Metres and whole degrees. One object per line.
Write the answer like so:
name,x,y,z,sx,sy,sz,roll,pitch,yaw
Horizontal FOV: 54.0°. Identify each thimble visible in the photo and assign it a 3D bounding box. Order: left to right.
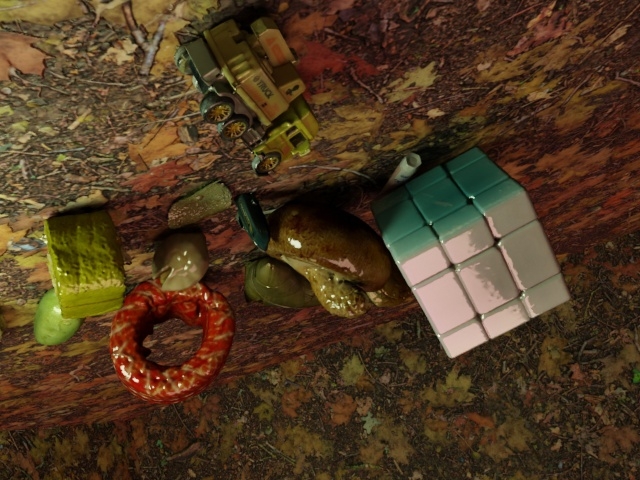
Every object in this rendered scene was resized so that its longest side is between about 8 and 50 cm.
thimble,-0.414,0.272,1.737,0.350,0.350,0.230,-11,159,-18

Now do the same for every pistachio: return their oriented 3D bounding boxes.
pistachio,-0.336,0.054,1.502,0.152,0.126,0.223,-49,-175,-39

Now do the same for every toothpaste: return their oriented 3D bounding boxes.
toothpaste,0.195,-0.156,1.522,0.067,0.043,0.194,-22,169,-15

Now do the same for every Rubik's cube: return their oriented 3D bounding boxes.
Rubik's cube,0.342,0.020,1.485,0.315,0.322,0.319,-28,116,8

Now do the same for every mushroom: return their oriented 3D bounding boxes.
mushroom,0.015,0.023,1.521,0.239,0.345,0.345,-44,170,-21

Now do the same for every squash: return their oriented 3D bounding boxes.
squash,-0.689,0.214,1.644,0.118,0.118,0.370,-5,159,-33

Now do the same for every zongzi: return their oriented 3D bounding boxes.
zongzi,-0.056,0.109,1.733,0.273,0.145,0.300,7,166,-18

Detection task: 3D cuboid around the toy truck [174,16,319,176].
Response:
toy truck,-0.091,-0.221,0.948,0.157,0.124,0.272,-31,157,7

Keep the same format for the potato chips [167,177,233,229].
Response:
potato chips,-0.258,-0.075,1.360,0.142,0.026,0.209,-7,157,-20

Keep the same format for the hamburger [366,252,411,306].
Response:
hamburger,0.191,0.116,2.031,0.308,0.211,0.132,0,159,-46

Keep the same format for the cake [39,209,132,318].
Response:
cake,-0.475,0.049,1.272,0.156,0.179,0.260,-8,162,-26

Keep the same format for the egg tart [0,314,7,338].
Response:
egg tart,-0.944,0.263,1.513,0.351,0.150,0.352,-17,158,-7

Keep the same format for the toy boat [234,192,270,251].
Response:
toy boat,-0.146,-0.036,1.386,0.060,0.141,0.055,-38,154,28
